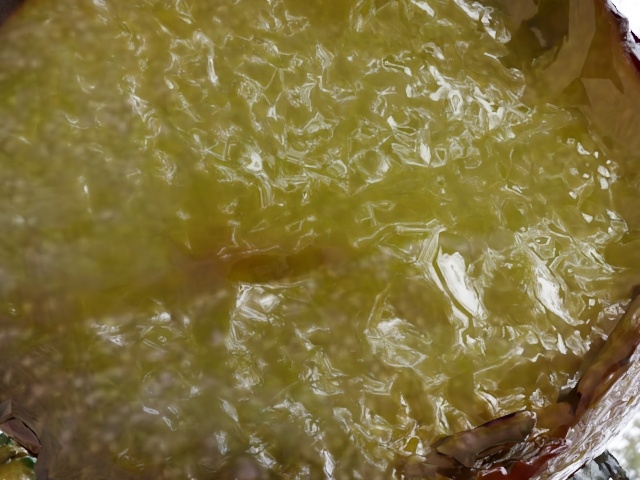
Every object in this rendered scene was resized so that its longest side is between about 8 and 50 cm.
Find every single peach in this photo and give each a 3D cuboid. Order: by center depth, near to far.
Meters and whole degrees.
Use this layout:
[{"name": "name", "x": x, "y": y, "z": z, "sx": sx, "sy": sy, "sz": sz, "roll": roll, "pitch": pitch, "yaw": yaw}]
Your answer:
[{"name": "peach", "x": 0.000, "y": 0.000, "z": 0.537, "sx": 0.353, "sy": 0.417, "sz": 0.339, "roll": -35, "pitch": -119, "yaw": 34}]

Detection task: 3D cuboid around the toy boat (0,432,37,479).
[{"name": "toy boat", "x": -0.201, "y": 0.228, "z": 0.689, "sx": 0.089, "sy": 0.088, "sz": 0.229, "roll": -34, "pitch": -118, "yaw": 14}]

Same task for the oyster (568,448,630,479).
[{"name": "oyster", "x": 0.074, "y": 0.186, "z": 0.686, "sx": 0.198, "sy": 0.268, "sz": 0.112, "roll": 55, "pitch": -21, "yaw": 19}]
